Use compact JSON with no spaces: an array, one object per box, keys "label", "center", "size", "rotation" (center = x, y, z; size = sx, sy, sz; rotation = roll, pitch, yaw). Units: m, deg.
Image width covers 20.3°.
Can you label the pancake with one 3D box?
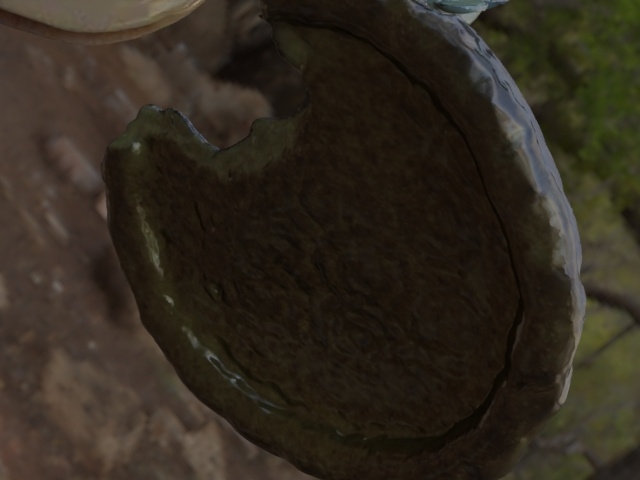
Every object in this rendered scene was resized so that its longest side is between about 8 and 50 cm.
[{"label":"pancake","center":[0.000,0.000,0.842],"size":[0.288,0.033,0.286],"rotation":[16,-54,36]}]

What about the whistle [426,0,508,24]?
[{"label":"whistle","center":[0.124,-0.221,1.492],"size":[0.236,0.114,0.077],"rotation":[-30,124,-56]}]

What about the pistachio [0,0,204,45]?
[{"label":"pistachio","center":[-0.220,-0.274,1.469],"size":[0.309,0.230,0.230],"rotation":[10,9,4]}]
